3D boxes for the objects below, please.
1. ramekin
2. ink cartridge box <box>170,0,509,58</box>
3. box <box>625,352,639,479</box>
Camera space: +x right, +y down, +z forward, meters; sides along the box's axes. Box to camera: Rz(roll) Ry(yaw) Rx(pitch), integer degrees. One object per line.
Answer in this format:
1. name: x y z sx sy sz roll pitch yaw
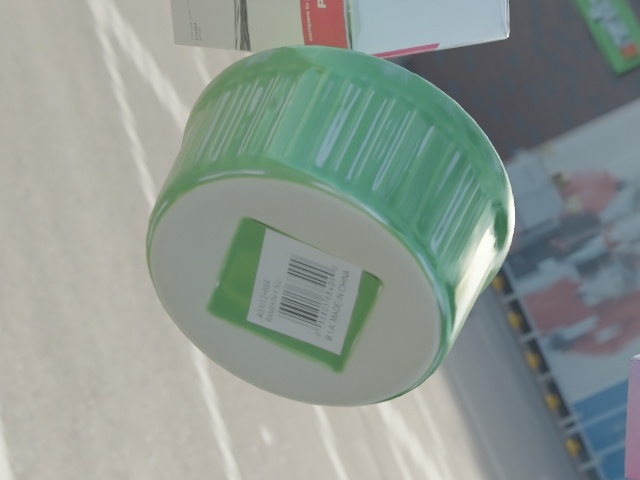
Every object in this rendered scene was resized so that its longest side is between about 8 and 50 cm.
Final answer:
1. ramekin: 0.000 0.000 1.467 0.303 0.303 0.148 62 36 -31
2. ink cartridge box: 0.011 -0.247 1.677 0.283 0.207 0.117 13 -68 49
3. box: 0.424 0.150 1.557 0.243 0.213 0.117 -16 111 -52
